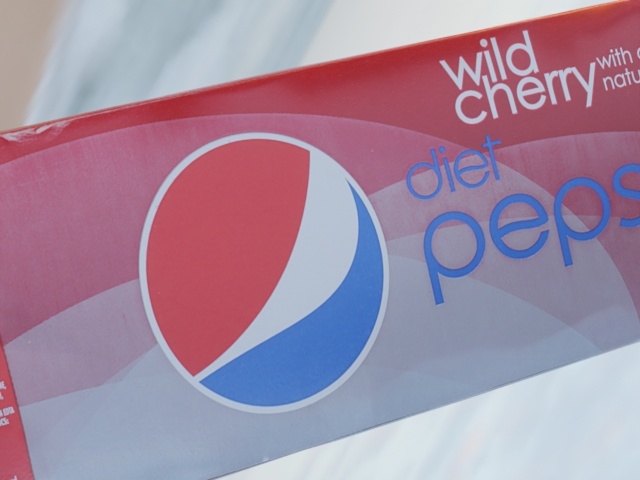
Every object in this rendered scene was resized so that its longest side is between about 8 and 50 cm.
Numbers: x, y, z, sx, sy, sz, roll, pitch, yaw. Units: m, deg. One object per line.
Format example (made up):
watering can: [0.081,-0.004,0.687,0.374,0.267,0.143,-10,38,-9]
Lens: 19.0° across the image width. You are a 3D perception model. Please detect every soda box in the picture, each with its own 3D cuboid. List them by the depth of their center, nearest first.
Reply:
soda box: [0.000,0.000,0.460,0.092,0.263,0.083,-8,-85,60]
